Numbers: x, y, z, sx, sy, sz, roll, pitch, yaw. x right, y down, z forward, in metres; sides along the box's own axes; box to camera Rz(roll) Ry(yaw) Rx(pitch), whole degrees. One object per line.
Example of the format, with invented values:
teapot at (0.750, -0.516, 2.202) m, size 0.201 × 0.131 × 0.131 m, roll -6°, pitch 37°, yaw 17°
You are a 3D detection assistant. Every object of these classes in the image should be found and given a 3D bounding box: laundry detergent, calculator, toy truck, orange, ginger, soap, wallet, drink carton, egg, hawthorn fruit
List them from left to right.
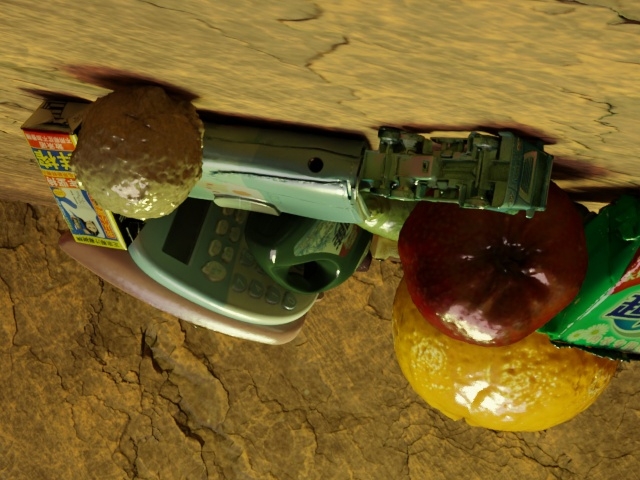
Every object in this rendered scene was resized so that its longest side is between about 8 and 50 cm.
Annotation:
drink carton at (-0.245, -0.068, 1.226) m, size 0.071 × 0.056 × 0.165 m, roll 11°, pitch 139°, yaw 26°
egg at (-0.162, -0.078, 1.041) m, size 0.116 × 0.118 × 0.140 m, roll 34°, pitch 162°, yaw 11°
calculator at (-0.137, -0.001, 1.423) m, size 0.330 × 0.220 × 0.048 m, roll 25°, pitch 141°, yaw -16°
calculator at (-0.127, -0.010, 1.376) m, size 0.303 × 0.188 × 0.042 m, roll 29°, pitch 145°, yaw -18°
wallet at (-0.073, -0.075, 1.179) m, size 0.251 × 0.075 × 0.176 m, roll 10°, pitch 173°, yaw 8°
laundry detergent at (0.000, 0.000, 1.360) m, size 0.078 × 0.144 × 0.221 m, roll 27°, pitch 169°, yaw 31°
soap at (0.084, 0.004, 1.611) m, size 0.092 × 0.037 × 0.252 m, roll 9°, pitch -178°, yaw -15°
toy truck at (0.115, -0.056, 1.001) m, size 0.081 × 0.067 × 0.175 m, roll 11°, pitch 177°, yaw -42°
ginger at (0.166, -0.023, 1.284) m, size 0.290 × 0.089 × 0.137 m, roll 12°, pitch 165°, yaw -5°
hawthorn fruit at (0.163, 0.015, 1.145) m, size 0.179 × 0.179 × 0.200 m, roll 10°, pitch 176°, yaw -1°
orange at (0.270, 0.135, 1.713) m, size 0.341 × 0.293 × 0.340 m, roll 16°, pitch -172°, yaw -2°
soap at (0.370, 0.043, 1.235) m, size 0.273 × 0.098 × 0.218 m, roll 11°, pitch 132°, yaw -31°

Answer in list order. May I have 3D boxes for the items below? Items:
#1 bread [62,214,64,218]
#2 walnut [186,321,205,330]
bread at (-0.260, -0.054, 1.746) m, size 0.192 × 0.109 × 0.210 m, roll 14°, pitch 179°, yaw 21°
walnut at (-0.132, 0.022, 1.666) m, size 0.141 × 0.204 × 0.238 m, roll 51°, pitch -172°, yaw 31°
